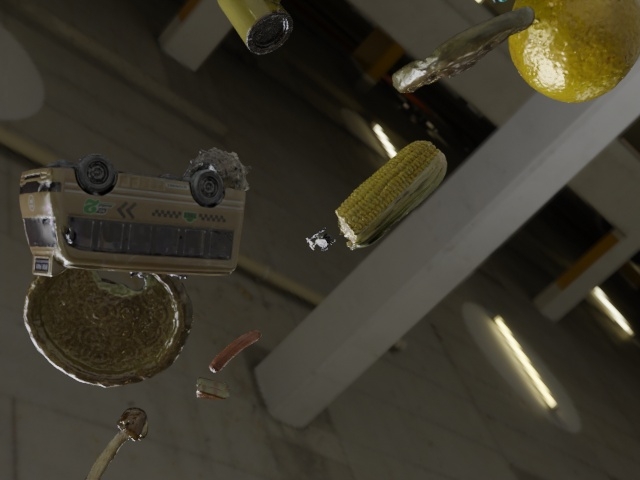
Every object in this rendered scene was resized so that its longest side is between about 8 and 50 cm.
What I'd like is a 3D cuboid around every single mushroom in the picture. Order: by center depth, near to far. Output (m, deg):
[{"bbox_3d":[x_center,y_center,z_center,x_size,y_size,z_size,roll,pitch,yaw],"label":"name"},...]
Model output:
[{"bbox_3d":[-0.381,0.395,1.593,0.061,0.187,0.060,36,165,-13],"label":"mushroom"}]

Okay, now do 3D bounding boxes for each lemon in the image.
[{"bbox_3d":[0.515,-0.420,1.740,0.293,0.293,0.293,39,-161,-16],"label":"lemon"}]

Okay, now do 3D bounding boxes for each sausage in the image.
[{"bbox_3d":[-0.246,0.316,2.471,0.047,0.177,0.040,51,176,-15],"label":"sausage"}]

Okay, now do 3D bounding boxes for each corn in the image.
[{"bbox_3d":[0.159,-0.106,1.970,0.123,0.305,0.122,50,171,0],"label":"corn"}]

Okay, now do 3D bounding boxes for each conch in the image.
[{"bbox_3d":[-0.308,-0.149,2.558,0.186,0.241,0.313,56,-167,-39],"label":"conch"}]

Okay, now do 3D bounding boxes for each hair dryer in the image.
[{"bbox_3d":[-0.066,-0.466,1.458,0.090,0.278,0.135,1,-132,-47],"label":"hair dryer"}]

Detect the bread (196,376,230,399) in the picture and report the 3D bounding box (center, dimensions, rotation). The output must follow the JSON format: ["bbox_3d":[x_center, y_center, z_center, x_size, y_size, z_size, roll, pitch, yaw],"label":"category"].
[{"bbox_3d":[-0.280,0.369,2.126,0.109,0.062,0.043,25,-122,-44],"label":"bread"}]

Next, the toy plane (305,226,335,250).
[{"bbox_3d":[0.000,0.000,2.124,0.049,0.031,0.121,47,154,-6],"label":"toy plane"}]

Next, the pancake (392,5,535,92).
[{"bbox_3d":[0.228,-0.293,1.353,0.050,0.242,0.242,64,-162,-3],"label":"pancake"}]

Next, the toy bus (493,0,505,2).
[{"bbox_3d":[0.322,-0.577,1.682,0.147,0.128,0.256,39,-165,-37],"label":"toy bus"}]

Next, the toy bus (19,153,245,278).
[{"bbox_3d":[-0.254,-0.025,1.169,0.290,0.157,0.139,5,177,-40],"label":"toy bus"}]

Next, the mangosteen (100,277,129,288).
[{"bbox_3d":[-0.586,0.198,2.253,0.231,0.231,0.289,38,-173,-18],"label":"mangosteen"}]

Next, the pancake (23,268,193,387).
[{"bbox_3d":[-0.378,0.135,1.544,0.288,0.286,0.033,48,-173,-15],"label":"pancake"}]
